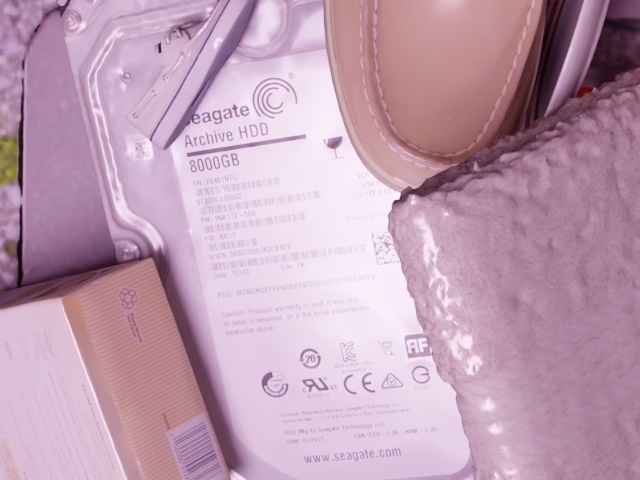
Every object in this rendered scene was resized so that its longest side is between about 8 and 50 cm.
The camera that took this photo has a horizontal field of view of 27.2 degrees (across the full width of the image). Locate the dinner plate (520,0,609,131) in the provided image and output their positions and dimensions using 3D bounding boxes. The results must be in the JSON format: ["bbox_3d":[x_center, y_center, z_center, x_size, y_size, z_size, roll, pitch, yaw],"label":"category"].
[{"bbox_3d":[0.121,-0.104,0.647,0.017,0.141,0.141,16,108,-2],"label":"dinner plate"}]

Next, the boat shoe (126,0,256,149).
[{"bbox_3d":[-0.070,-0.095,0.692,0.035,0.035,0.100,36,116,2],"label":"boat shoe"}]

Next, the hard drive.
[{"bbox_3d":[0.000,0.000,0.747,0.237,0.064,0.339,-7,101,17],"label":"hard drive"}]

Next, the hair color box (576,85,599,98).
[{"bbox_3d":[0.135,0.001,0.672,0.043,0.072,0.141,9,76,19],"label":"hair color box"}]

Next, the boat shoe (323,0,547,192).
[{"bbox_3d":[0.067,-0.171,0.611,0.109,0.098,0.302,10,83,-5],"label":"boat shoe"}]

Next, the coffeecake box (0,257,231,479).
[{"bbox_3d":[-0.152,0.098,0.770,0.185,0.068,0.142,-12,100,46],"label":"coffeecake box"}]

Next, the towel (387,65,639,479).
[{"bbox_3d":[0.156,0.015,0.611,0.049,0.282,0.187,-3,110,54],"label":"towel"}]
